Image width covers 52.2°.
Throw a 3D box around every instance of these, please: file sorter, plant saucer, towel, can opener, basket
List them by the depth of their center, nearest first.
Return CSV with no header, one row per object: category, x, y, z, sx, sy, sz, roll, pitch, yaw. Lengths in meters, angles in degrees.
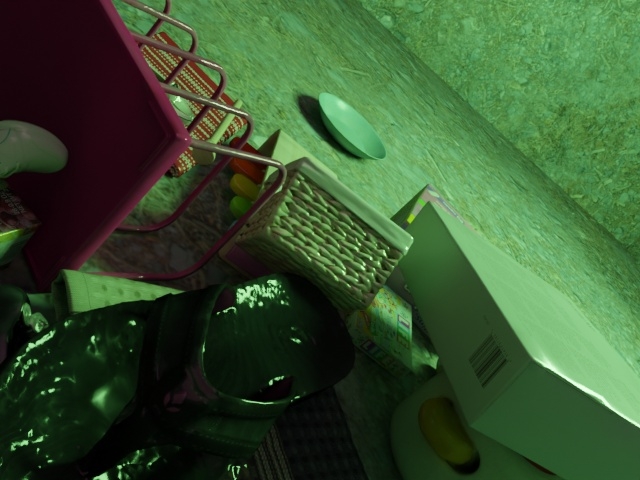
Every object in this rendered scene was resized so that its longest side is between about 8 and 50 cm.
can opener,-0.233,0.106,0.460,0.059,0.073,0.186,77,-4,-53
towel,-0.083,0.179,0.585,0.324,0.056,0.312,19,40,-47
file sorter,-0.201,-0.123,0.661,0.182,0.202,0.290,7,45,-57
basket,0.000,0.000,0.753,0.167,0.113,0.103,35,70,-18
towel,-0.219,-0.204,0.942,0.199,0.031,0.275,44,27,-8
plant saucer,0.059,-0.233,1.390,0.195,0.037,0.195,35,28,-22

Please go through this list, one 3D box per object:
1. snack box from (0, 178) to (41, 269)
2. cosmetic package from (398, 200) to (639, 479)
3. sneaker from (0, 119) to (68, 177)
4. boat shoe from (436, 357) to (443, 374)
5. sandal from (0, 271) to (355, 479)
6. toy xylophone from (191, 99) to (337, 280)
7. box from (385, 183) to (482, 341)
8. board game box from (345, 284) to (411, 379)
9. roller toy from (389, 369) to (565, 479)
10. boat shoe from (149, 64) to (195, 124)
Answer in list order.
snack box,-0.342,-0.034,0.466,0.174,0.070,0.207,48,27,3
cosmetic package,0.252,0.125,0.779,0.285,0.097,0.377,30,19,-17
sneaker,-0.264,-0.062,0.496,0.152,0.054,0.061,4,63,-52
boat shoe,0.234,0.237,0.952,0.170,0.063,0.059,38,28,6
sandal,-0.077,0.092,0.523,0.167,0.107,0.446,53,25,7
toy xylophone,-0.070,-0.072,0.912,0.236,0.081,0.322,41,26,-10
box,0.200,0.041,1.113,0.213,0.117,0.243,46,26,-1
board game box,0.086,0.114,0.940,0.103,0.026,0.154,39,26,-14
roller toy,0.191,0.239,0.779,0.209,0.146,0.191,43,25,-5
boat shoe,-0.205,-0.199,0.883,0.100,0.035,0.035,42,28,-13
